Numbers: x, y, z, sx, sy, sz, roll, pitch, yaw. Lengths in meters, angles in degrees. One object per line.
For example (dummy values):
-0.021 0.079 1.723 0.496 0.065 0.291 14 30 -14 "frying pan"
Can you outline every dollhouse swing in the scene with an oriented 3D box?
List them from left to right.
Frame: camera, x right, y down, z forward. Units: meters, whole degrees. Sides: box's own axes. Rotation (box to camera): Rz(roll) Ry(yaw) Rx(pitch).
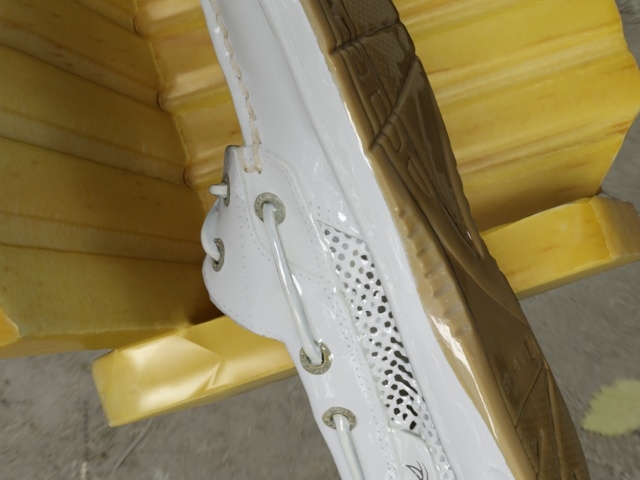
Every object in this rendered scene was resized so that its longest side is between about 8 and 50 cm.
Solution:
-0.024 -0.132 0.574 0.315 0.305 0.346 -18 83 -5 "dollhouse swing"

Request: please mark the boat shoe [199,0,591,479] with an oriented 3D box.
0.000 0.000 0.517 0.096 0.098 0.277 -21 94 23 "boat shoe"
